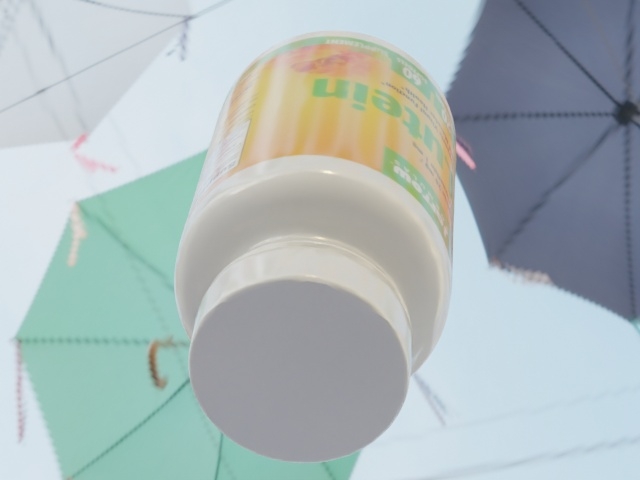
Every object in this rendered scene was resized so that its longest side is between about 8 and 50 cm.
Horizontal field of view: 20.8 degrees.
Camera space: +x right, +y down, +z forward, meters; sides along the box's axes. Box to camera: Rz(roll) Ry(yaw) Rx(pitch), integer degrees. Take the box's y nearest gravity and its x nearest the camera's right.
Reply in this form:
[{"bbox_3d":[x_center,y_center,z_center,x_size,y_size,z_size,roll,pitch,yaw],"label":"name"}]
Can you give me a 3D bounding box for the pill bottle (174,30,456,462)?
[{"bbox_3d":[0.000,0.000,0.885,0.136,0.246,0.136,2,-60,4],"label":"pill bottle"}]
